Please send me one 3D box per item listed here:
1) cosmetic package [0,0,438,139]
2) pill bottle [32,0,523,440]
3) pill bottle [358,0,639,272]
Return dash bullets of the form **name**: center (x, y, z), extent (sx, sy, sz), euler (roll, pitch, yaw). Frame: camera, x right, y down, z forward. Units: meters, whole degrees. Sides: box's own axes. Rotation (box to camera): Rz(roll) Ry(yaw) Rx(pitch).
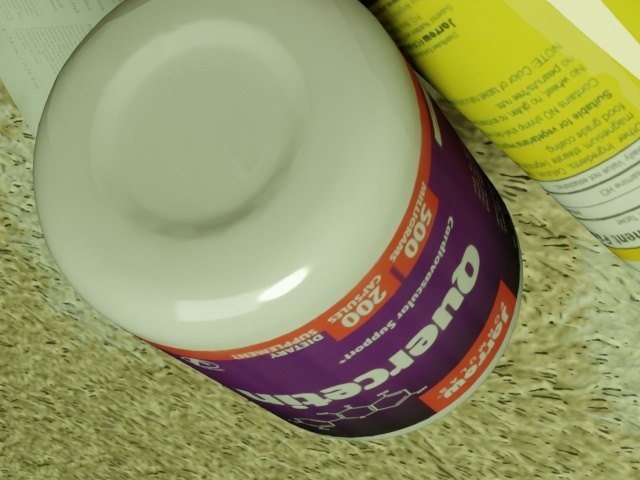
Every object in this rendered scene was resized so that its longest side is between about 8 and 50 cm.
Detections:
- **cosmetic package**: center (-0.114, -0.221, 0.915), extent (0.284, 0.097, 0.377), euler (3, 135, 32)
- **pill bottle**: center (0.000, 0.000, 0.821), extent (0.181, 0.181, 0.323), euler (11, 167, 23)
- **pill bottle**: center (0.167, -0.102, 0.788), extent (0.334, 0.188, 0.188), euler (41, 141, -14)
